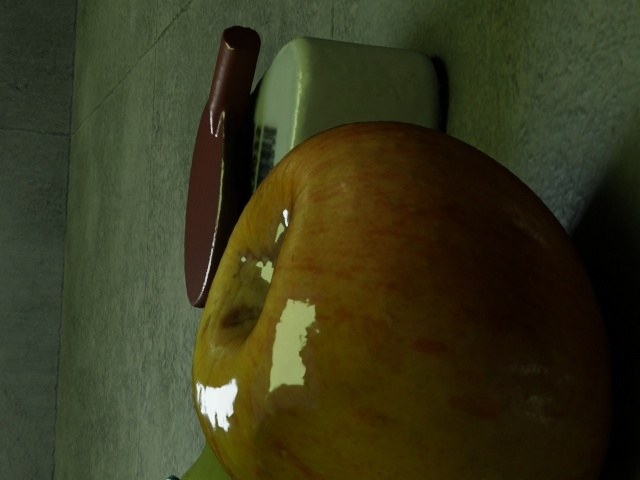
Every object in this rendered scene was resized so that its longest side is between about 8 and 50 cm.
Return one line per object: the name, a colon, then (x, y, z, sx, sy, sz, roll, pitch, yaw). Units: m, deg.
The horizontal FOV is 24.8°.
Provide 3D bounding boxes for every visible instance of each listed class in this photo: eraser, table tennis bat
eraser: (0.000, 0.000, 1.388, 0.331, 0.150, 0.331, -177, 90, -72)
table tennis bat: (-0.106, -0.070, 1.446, 0.200, 0.038, 0.310, -104, 23, -49)

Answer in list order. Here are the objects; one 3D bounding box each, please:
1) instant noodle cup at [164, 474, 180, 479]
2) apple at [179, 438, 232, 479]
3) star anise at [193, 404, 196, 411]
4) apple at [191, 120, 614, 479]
instant noodle cup: (-0.135, 0.383, 1.781, 0.179, 0.070, 0.157, 50, 138, 30)
apple: (-0.022, 0.258, 1.236, 0.279, 0.279, 0.279, -176, 90, -72)
star anise: (-0.065, 0.210, 1.626, 0.198, 0.111, 0.257, -23, 71, 53)
apple: (0.064, 0.076, 1.013, 0.299, 0.275, 0.299, -163, 90, -75)
